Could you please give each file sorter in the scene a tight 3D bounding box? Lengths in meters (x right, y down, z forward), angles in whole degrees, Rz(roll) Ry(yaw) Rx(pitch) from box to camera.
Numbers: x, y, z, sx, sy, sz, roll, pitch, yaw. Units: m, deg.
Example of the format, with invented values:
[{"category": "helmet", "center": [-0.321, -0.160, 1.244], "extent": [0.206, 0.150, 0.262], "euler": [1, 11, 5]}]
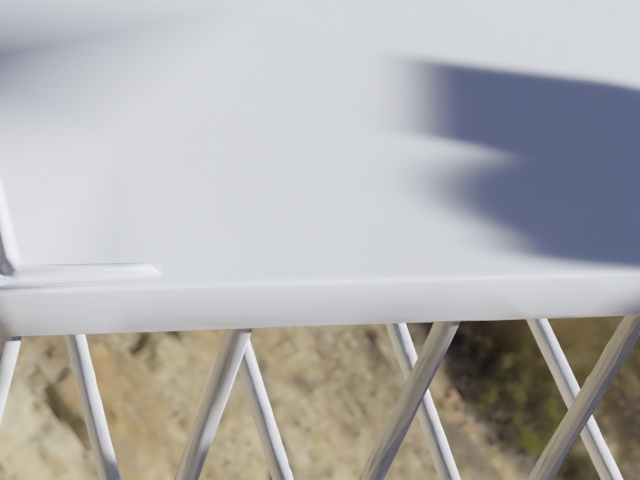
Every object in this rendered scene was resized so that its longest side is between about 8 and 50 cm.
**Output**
[{"category": "file sorter", "center": [0.000, 0.000, 0.620], "extent": [0.278, 0.173, 0.193], "euler": [-1, 46, -22]}]
